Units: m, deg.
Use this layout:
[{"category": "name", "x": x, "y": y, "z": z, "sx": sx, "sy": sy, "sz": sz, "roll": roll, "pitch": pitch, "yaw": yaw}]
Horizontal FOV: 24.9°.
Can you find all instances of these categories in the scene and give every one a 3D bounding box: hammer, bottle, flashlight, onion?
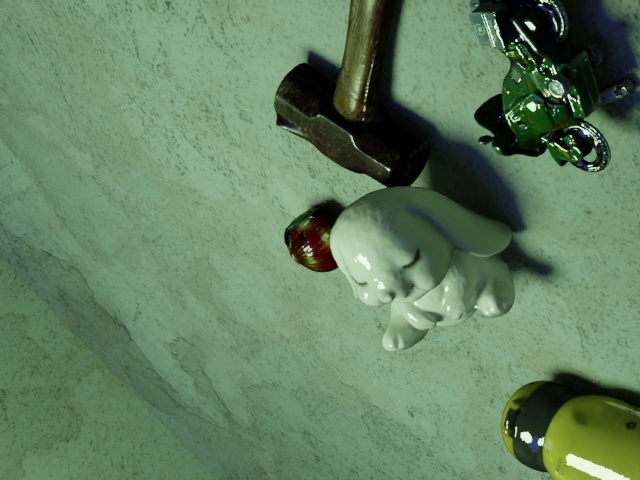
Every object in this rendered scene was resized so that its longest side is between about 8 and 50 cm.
[{"category": "hammer", "x": 0.054, "y": -0.253, "z": 2.019, "sx": 0.242, "sy": 0.095, "sz": 0.409, "roll": 35, "pitch": 149, "yaw": 18}, {"category": "bottle", "x": 0.435, "y": 0.320, "z": 2.213, "sx": 0.351, "sy": 0.171, "sz": 0.171, "roll": 22, "pitch": 145, "yaw": 40}, {"category": "flashlight", "x": 0.356, "y": -0.179, "z": 1.786, "sx": 0.018, "sy": 0.018, "sz": 0.083, "roll": 53, "pitch": 151, "yaw": -8}, {"category": "onion", "x": 0.000, "y": 0.000, "z": 2.423, "sx": 0.118, "sy": 0.118, "sz": 0.117, "roll": 47, "pitch": -175, "yaw": -5}]

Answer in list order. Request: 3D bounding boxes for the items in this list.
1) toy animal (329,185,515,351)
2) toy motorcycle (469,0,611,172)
[{"category": "toy animal", "x": 0.125, "y": 0.022, "z": 2.119, "sx": 0.271, "sy": 0.206, "sz": 0.265, "roll": -23, "pitch": 144, "yaw": 31}, {"category": "toy motorcycle", "x": 0.256, "y": -0.205, "z": 1.783, "sx": 0.187, "sy": 0.125, "sz": 0.275, "roll": 12, "pitch": 134, "yaw": 45}]
